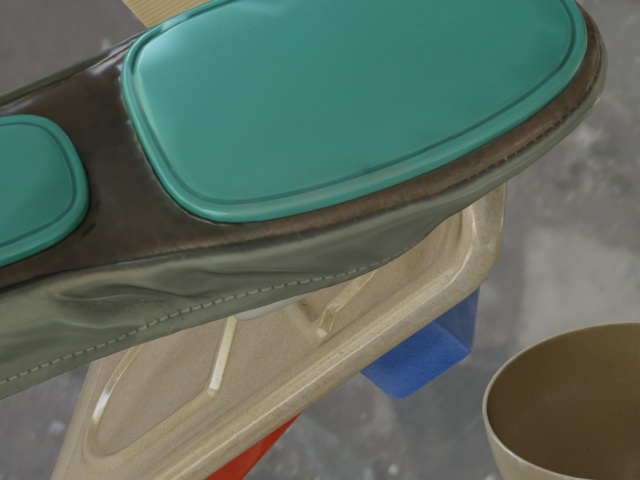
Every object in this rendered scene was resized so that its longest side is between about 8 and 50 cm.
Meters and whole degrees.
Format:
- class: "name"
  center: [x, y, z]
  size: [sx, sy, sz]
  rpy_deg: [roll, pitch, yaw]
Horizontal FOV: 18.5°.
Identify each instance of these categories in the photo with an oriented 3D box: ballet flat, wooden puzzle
- class: "ballet flat"
  center: [-0.041, -0.005, 0.428]
  size: [0.213, 0.068, 0.072]
  rpy_deg: [-17, 56, -6]
- class: "wooden puzzle"
  center: [0.000, 0.000, 0.950]
  size: [0.080, 0.348, 0.322]
  rpy_deg: [36, 36, -17]

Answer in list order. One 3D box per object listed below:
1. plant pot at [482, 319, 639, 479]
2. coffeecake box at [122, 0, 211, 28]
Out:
- class: "plant pot"
  center: [0.314, 0.234, 1.977]
  size: [0.284, 0.191, 0.284]
  rpy_deg: [-7, 29, 4]
- class: "coffeecake box"
  center: [-0.051, -0.196, 1.002]
  size: [0.142, 0.068, 0.185]
  rpy_deg: [46, 45, -21]
